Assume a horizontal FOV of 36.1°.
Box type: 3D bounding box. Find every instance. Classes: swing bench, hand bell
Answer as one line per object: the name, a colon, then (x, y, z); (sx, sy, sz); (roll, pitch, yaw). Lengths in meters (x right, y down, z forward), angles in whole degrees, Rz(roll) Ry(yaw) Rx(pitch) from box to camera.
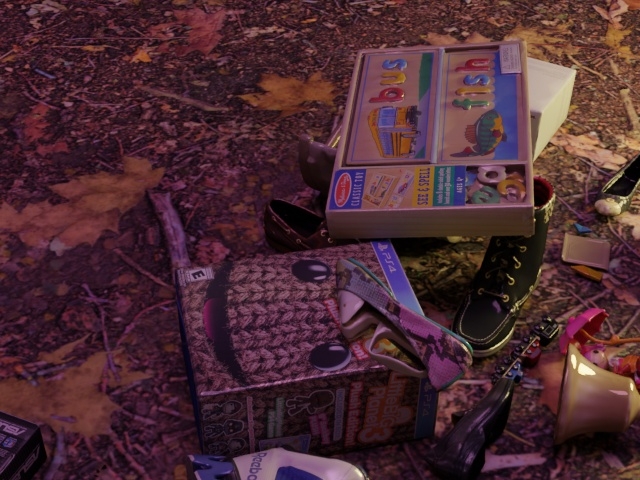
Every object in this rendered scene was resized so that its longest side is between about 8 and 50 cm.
swing bench: (0.138, -0.125, 1.559); (0.253, 0.165, 0.254); (23, 49, 24)
hand bell: (0.409, 0.204, 1.171); (0.242, 0.126, 0.126); (8, 39, 13)

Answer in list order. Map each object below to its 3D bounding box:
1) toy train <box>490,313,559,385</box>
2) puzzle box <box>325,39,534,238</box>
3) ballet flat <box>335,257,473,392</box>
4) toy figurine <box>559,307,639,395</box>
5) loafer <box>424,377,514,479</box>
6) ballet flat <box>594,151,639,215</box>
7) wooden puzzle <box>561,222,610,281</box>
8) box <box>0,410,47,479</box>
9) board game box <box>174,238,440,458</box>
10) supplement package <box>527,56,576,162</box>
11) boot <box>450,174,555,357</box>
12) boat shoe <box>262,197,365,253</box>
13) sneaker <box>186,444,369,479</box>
toy train: (0.279, 0.152, 1.323); (0.036, 0.027, 0.158); (35, 48, 20)
puzzle box: (0.164, -0.156, 1.410); (0.272, 0.052, 0.408); (-2, 42, 11)
ballet flat: (0.074, 0.098, 1.128); (0.079, 0.077, 0.221); (-42, 54, -16)
toy figurine: (0.394, 0.153, 1.284); (0.159, 0.130, 0.173); (3, 62, 23)
loafer: (0.188, 0.223, 1.204); (0.061, 0.062, 0.170); (18, 40, 26)
ballet flat: (0.494, -0.092, 1.613); (0.057, 0.049, 0.173); (22, 43, 25)
wooden puzzle: (0.406, 0.019, 1.502); (0.079, 0.014, 0.116); (19, 42, 14)
box: (-0.491, 0.265, 1.127); (0.270, 0.060, 0.216); (15, 41, 16)
board game box: (-0.022, 0.139, 1.235); (0.291, 0.141, 0.232); (-8, 40, -11)
supplement package: (0.369, -0.235, 1.743); (0.105, 0.105, 0.179); (21, 42, 22)
boot: (0.250, 0.032, 1.346); (0.085, 0.178, 0.236); (21, 42, 23)
boat shoe: (0.000, 0.000, 1.465); (0.207, 0.073, 0.073); (23, 42, 22)
sneaker: (-0.012, 0.318, 1.024); (0.182, 0.127, 0.315); (-16, 40, -17)
